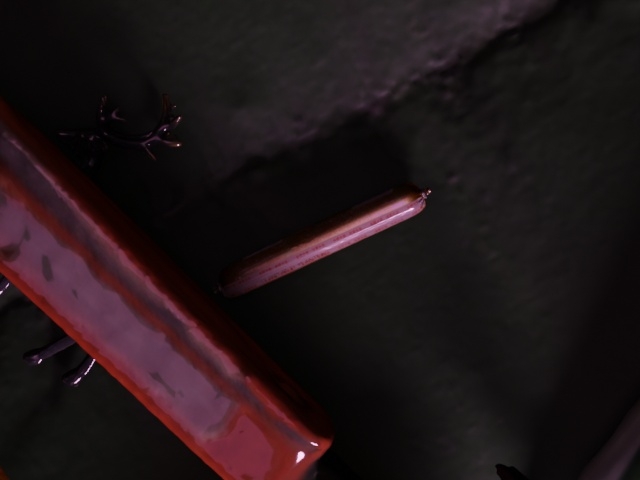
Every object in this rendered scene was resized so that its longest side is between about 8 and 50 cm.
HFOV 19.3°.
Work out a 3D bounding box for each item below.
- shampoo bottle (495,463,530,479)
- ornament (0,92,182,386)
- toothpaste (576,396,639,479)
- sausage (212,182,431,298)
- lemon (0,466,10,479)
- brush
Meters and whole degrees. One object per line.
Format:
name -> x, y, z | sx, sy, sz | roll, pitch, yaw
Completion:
shampoo bottle -> 0.017, 0.195, 0.766 | 0.068, 0.067, 0.236 | 43, 99, -2
ornament -> -0.094, -0.006, 0.785 | 0.073, 0.028, 0.125 | 40, 100, 4
toothpaste -> 0.224, -0.012, 0.722 | 0.099, 0.061, 0.392 | 34, 104, 12
sausage -> 0.000, 0.000, 0.777 | 0.100, 0.015, 0.015 | -25, 91, 9
lemon -> -0.231, 0.143, 0.708 | 0.245, 0.245, 0.320 | -37, 75, 9
brush -> -0.084, 0.020, 0.740 | 0.051, 0.070, 0.323 | -45, 90, 6
